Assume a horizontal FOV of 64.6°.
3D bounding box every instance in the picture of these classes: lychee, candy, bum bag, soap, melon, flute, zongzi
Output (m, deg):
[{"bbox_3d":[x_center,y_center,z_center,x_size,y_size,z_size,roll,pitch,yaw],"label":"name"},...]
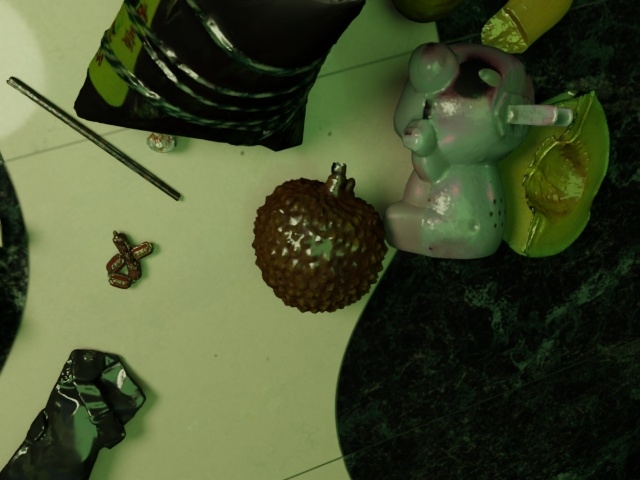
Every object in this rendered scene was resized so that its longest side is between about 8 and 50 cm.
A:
[{"bbox_3d":[0.000,0.000,0.736,0.200,0.200,0.238,9,120,-16],"label":"lychee"},{"bbox_3d":[-0.236,-0.213,0.700,0.053,0.046,0.182,-4,109,3],"label":"candy"},{"bbox_3d":[-0.390,0.317,0.777,0.137,0.074,0.310,31,89,-7],"label":"bum bag"},{"bbox_3d":[0.335,-0.361,0.810,0.089,0.033,0.168,42,92,-17],"label":"soap"},{"bbox_3d":[0.376,-0.102,0.848,0.169,0.129,0.265,13,98,-39],"label":"melon"},{"bbox_3d":[-0.313,-0.139,0.715,0.269,0.014,0.014,37,93,-19],"label":"flute"},{"bbox_3d":[-0.076,-0.213,0.532,0.319,0.362,0.383,-6,137,-29],"label":"zongzi"}]

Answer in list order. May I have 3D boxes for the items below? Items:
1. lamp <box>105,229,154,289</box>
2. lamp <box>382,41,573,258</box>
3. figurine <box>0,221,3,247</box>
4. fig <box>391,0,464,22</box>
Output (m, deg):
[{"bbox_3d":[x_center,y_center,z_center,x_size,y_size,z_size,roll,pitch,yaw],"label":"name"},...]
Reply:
[{"bbox_3d":[-0.292,0.033,0.756,0.063,0.031,0.083,22,102,-17],"label":"lamp"},{"bbox_3d":[0.217,-0.127,0.728,0.247,0.247,0.301,-8,106,-43],"label":"lamp"},{"bbox_3d":[-0.491,0.064,0.685,0.102,0.111,0.195,2,100,-32],"label":"figurine"},{"bbox_3d":[0.207,-0.418,0.710,0.259,0.151,0.151,-30,109,-9],"label":"fig"}]
